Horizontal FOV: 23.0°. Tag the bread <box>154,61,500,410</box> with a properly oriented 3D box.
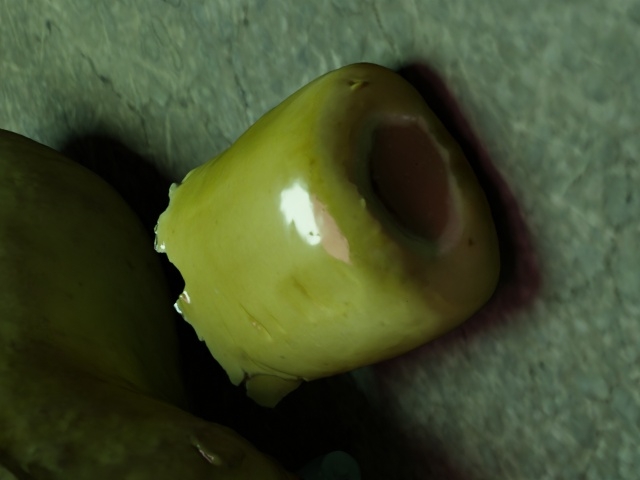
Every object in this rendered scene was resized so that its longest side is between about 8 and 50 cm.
[{"bbox_3d":[-0.002,0.000,0.745,0.173,0.085,0.134,-34,80,56],"label":"bread"}]

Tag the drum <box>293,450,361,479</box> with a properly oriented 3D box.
[{"bbox_3d":[-0.036,0.196,0.933,0.253,0.049,0.130,-20,91,56],"label":"drum"}]

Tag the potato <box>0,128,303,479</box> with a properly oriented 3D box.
[{"bbox_3d":[-0.158,0.068,0.862,0.397,0.296,0.290,-5,145,38],"label":"potato"}]
